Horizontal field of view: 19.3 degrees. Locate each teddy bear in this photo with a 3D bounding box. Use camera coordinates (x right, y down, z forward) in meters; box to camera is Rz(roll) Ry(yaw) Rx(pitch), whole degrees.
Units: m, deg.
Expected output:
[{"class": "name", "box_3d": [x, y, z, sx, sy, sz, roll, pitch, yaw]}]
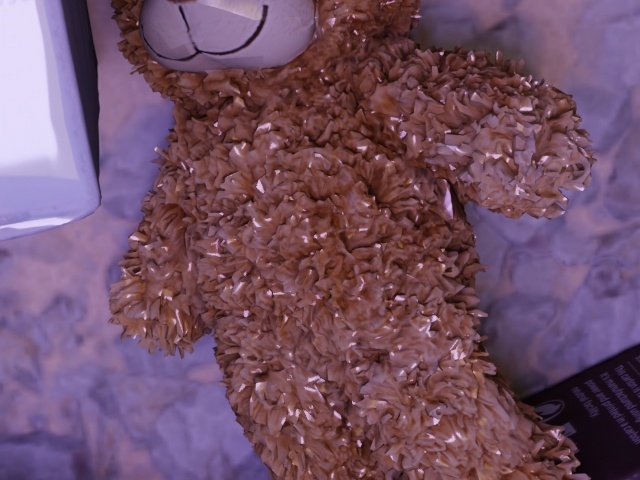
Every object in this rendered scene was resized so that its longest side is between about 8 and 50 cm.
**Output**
[{"class": "teddy bear", "box_3d": [0.000, 0.000, 0.760, 0.113, 0.245, 0.338, -19, 115, -38]}]

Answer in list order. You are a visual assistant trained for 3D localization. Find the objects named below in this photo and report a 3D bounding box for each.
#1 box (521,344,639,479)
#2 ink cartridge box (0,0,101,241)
[{"class": "box", "box_3d": [0.292, 0.098, 0.848, 0.381, 0.143, 0.191, -27, 105, -1]}, {"class": "ink cartridge box", "box_3d": [-0.144, -0.214, 0.631, 0.091, 0.308, 0.385, -8, 104, -4]}]
